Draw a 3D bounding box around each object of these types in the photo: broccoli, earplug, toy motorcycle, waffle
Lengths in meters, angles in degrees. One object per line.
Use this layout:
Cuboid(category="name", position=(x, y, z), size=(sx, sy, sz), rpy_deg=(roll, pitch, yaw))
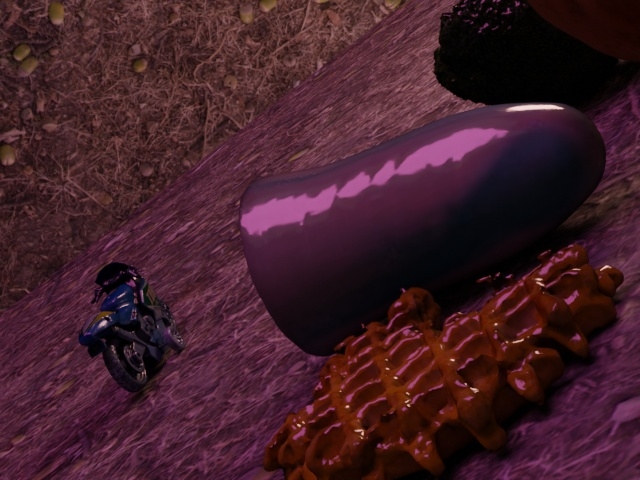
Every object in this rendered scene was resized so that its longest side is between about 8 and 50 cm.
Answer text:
Cuboid(category="broccoli", position=(0.238, -0.290, 1.565), size=(0.298, 0.297, 0.297), rpy_deg=(-23, -22, -10))
Cuboid(category="earplug", position=(0.108, -0.031, 1.238), size=(0.324, 0.185, 0.185), rpy_deg=(-23, 17, 24))
Cuboid(category="toy motorcycle", position=(-0.249, 0.104, 1.745), size=(0.092, 0.135, 0.254), rpy_deg=(-33, 12, 15))
Cuboid(category="waffle", position=(0.075, 0.101, 1.028), size=(0.260, 0.069, 0.293), rpy_deg=(-44, 13, -36))

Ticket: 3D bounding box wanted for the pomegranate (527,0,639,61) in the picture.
Cuboid(category="pomegranate", position=(0.293, -0.311, 1.084), size=(0.338, 0.338, 0.338), rpy_deg=(-35, 12, 9))
